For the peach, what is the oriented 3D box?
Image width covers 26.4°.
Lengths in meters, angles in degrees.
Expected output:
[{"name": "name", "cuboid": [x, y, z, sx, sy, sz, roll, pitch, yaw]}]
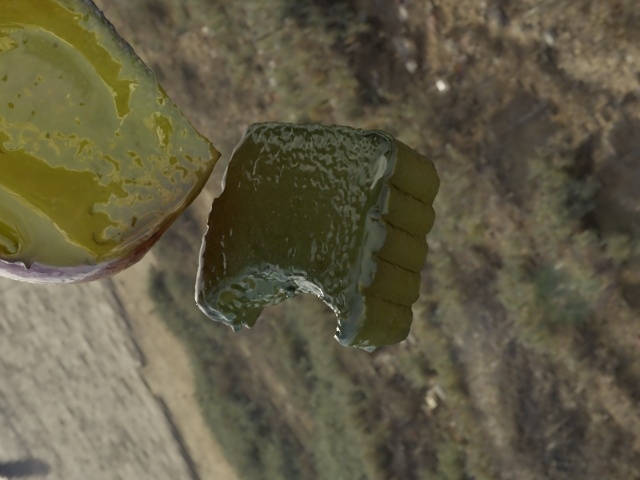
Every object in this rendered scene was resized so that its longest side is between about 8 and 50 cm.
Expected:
[{"name": "peach", "cuboid": [-0.314, -0.124, 1.376, 0.380, 0.306, 0.242, 45, 170, -10]}]

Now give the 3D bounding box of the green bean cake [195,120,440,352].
[{"name": "green bean cake", "cuboid": [0.000, 0.000, 1.451, 0.236, 0.233, 0.124, 9, 170, 37]}]
